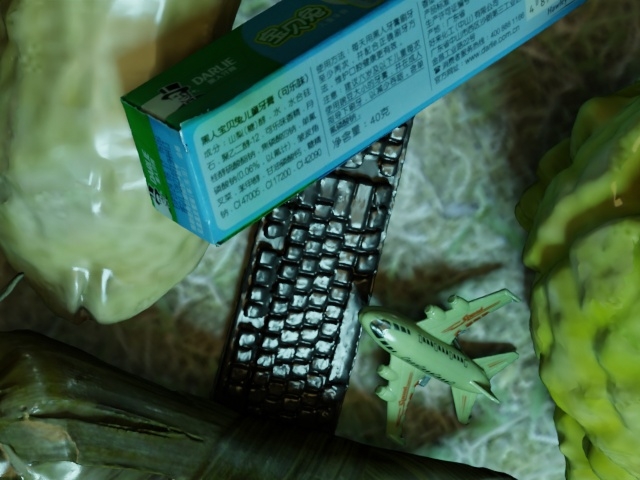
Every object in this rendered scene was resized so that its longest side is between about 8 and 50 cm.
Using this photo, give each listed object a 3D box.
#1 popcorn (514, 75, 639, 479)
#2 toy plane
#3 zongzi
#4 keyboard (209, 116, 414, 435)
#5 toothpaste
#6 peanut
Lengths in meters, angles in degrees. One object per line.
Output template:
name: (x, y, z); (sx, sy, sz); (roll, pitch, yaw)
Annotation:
popcorn: (0.196, 0.017, 0.798); (0.259, 0.259, 0.212); (-21, 82, -3)
toy plane: (0.057, 0.059, 0.865); (0.111, 0.040, 0.102); (32, 96, -33)
zongzi: (-0.043, 0.097, 0.797); (0.241, 0.111, 0.247); (-27, 131, -1)
keyboard: (0.000, 0.000, 0.855); (0.072, 0.023, 0.231); (12, 102, -13)
toothpaste: (0.033, -0.097, 0.757); (0.267, 0.050, 0.065); (-35, 134, -26)
peanut: (-0.096, -0.096, 0.766); (0.130, 0.130, 0.290); (6, 109, -10)
